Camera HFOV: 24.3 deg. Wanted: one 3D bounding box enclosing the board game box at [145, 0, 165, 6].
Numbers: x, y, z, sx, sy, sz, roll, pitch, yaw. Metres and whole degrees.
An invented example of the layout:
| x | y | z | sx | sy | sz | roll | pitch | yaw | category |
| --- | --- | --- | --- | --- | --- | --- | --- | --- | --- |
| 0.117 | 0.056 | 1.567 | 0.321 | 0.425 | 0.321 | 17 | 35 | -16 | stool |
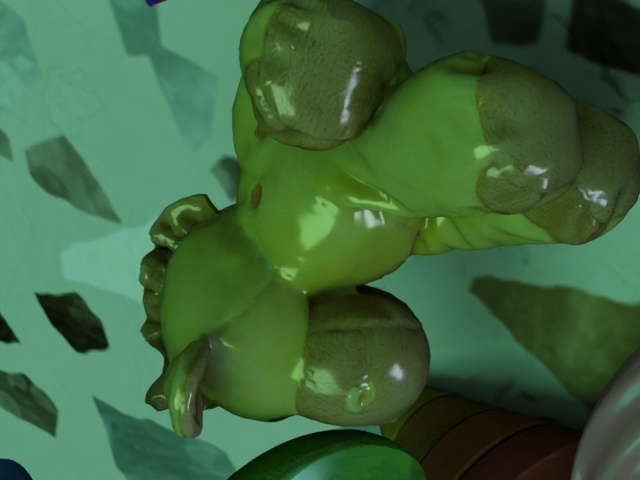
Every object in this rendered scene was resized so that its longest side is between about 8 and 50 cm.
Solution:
| x | y | z | sx | sy | sz | roll | pitch | yaw | category |
| --- | --- | --- | --- | --- | --- | --- | --- | --- | --- |
| -0.060 | -0.205 | 0.604 | 0.146 | 0.045 | 0.193 | -12 | 115 | 44 | board game box |

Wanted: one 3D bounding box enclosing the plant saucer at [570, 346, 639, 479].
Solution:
| x | y | z | sx | sy | sz | roll | pitch | yaw | category |
| --- | --- | --- | --- | --- | --- | --- | --- | --- | --- |
| 0.252 | 0.162 | 0.598 | 0.332 | 0.084 | 0.332 | 18 | 134 | 20 | plant saucer |

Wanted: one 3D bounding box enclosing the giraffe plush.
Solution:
| x | y | z | sx | sy | sz | roll | pitch | yaw | category |
| --- | --- | --- | --- | --- | --- | --- | --- | --- | --- |
| 0.000 | 0.000 | 0.582 | 0.210 | 0.181 | 0.171 | 24 | 95 | 31 | giraffe plush |

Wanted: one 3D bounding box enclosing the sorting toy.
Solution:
| x | y | z | sx | sy | sz | roll | pitch | yaw | category |
| --- | --- | --- | --- | --- | --- | --- | --- | --- | --- |
| -0.020 | 0.106 | 0.659 | 0.126 | 0.365 | 0.127 | 43 | 117 | 40 | sorting toy |
